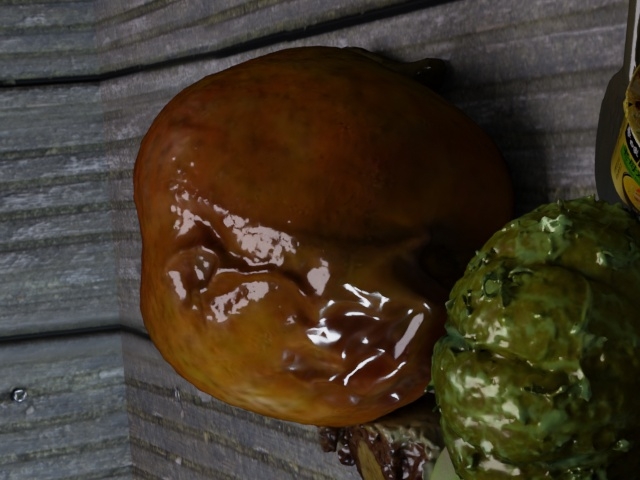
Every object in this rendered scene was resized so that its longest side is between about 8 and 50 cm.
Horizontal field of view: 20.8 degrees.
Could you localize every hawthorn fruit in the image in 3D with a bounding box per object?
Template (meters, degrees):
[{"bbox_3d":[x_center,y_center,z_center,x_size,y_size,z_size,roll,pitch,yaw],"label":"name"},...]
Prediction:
[{"bbox_3d":[0.000,0.000,2.019,0.472,0.472,0.471,174,90,-68],"label":"hawthorn fruit"}]

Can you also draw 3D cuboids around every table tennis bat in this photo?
[{"bbox_3d":[0.309,-0.134,1.746,0.131,0.022,0.234,-121,33,-68],"label":"table tennis bat"}]

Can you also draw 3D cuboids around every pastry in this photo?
[{"bbox_3d":[0.133,0.288,2.126,0.236,0.170,0.256,65,162,-14],"label":"pastry"}]

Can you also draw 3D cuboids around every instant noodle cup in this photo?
[{"bbox_3d":[0.332,-0.084,1.565,0.122,0.151,0.151,105,152,-61],"label":"instant noodle cup"}]

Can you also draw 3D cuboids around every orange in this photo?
[{"bbox_3d":[0.240,0.106,1.622,0.223,0.300,0.301,12,94,28],"label":"orange"}]

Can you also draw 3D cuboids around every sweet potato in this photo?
[{"bbox_3d":[0.083,-0.209,2.244,0.273,0.075,0.075,-160,66,-64],"label":"sweet potato"}]

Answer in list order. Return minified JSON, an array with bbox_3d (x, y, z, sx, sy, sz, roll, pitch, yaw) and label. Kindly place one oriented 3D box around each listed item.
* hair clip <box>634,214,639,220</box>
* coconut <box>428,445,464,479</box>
[{"bbox_3d":[0.349,-0.009,1.664,0.229,0.036,0.066,-130,44,-72],"label":"hair clip"},{"bbox_3d":[0.220,0.289,1.851,0.204,0.236,0.236,-58,30,6],"label":"coconut"}]
